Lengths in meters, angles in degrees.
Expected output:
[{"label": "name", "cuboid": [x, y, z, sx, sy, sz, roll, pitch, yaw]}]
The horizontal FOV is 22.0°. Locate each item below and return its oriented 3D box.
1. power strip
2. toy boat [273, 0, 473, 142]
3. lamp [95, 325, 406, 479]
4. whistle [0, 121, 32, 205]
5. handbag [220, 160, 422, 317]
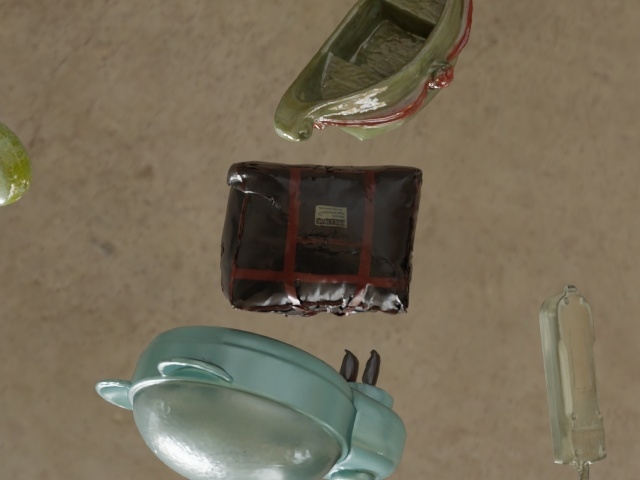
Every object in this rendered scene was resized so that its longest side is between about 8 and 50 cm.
[{"label": "power strip", "cuboid": [0.232, 0.136, 1.510, 0.030, 0.047, 0.191, -8, 86, 54]}, {"label": "toy boat", "cuboid": [0.042, -0.120, 1.020, 0.089, 0.185, 0.071, 28, 163, 37]}, {"label": "lamp", "cuboid": [-0.050, 0.162, 1.516, 0.284, 0.147, 0.209, 8, 165, -34]}, {"label": "whistle", "cuboid": [-0.400, -0.120, 1.840, 0.198, 0.057, 0.104, 41, 140, 13]}, {"label": "handbag", "cuboid": [0.000, 0.000, 1.779, 0.215, 0.155, 0.169, 2, 95, -5]}]
